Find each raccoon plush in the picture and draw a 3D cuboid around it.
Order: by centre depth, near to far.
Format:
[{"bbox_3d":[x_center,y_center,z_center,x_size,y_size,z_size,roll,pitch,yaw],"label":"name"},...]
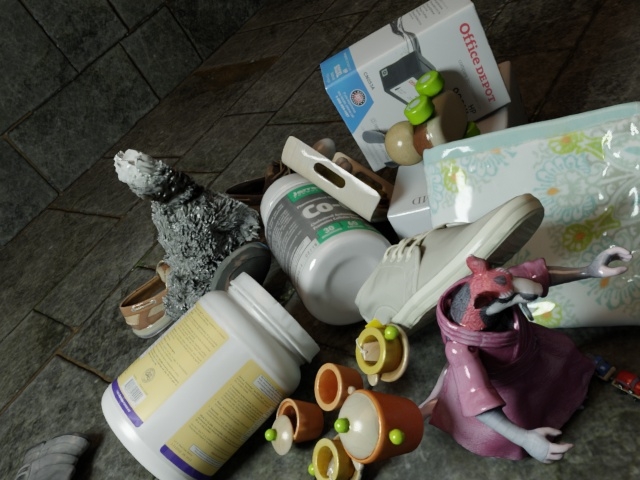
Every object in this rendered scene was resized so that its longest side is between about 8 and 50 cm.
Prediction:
[{"bbox_3d":[-0.331,0.020,1.306,0.216,0.446,0.299,12,80,41],"label":"raccoon plush"}]

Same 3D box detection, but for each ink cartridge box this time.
[{"bbox_3d":[0.187,-0.314,1.192,0.307,0.223,0.129,-26,34,14],"label":"ink cartridge box"}]

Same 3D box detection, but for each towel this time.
[{"bbox_3d":[0.352,-0.022,0.935,0.374,0.321,0.090,-8,-3,33],"label":"towel"}]

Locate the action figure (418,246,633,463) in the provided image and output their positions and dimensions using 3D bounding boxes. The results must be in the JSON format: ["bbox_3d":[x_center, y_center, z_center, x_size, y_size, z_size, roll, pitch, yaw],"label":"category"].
[{"bbox_3d":[0.226,0.124,0.768,0.275,0.370,0.248,16,62,42],"label":"action figure"}]

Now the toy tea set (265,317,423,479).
[{"bbox_3d":[0.012,0.266,0.900,0.336,0.124,0.200,-49,43,38],"label":"toy tea set"}]

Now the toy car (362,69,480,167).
[{"bbox_3d":[0.177,-0.199,1.142,0.188,0.155,0.149,-18,35,43],"label":"toy car"}]

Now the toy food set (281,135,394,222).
[{"bbox_3d":[0.071,-0.137,1.261,0.219,0.306,0.092,35,104,15],"label":"toy food set"}]

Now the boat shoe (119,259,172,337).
[{"bbox_3d":[-0.358,0.102,1.504,0.324,0.116,0.123,-44,35,-15],"label":"boat shoe"}]

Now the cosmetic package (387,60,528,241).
[{"bbox_3d":[0.304,-0.168,1.262,0.229,0.162,0.453,-12,40,28],"label":"cosmetic package"}]

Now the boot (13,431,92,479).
[{"bbox_3d":[-0.504,0.472,1.176,0.337,0.118,0.223,-14,33,20],"label":"boot"}]

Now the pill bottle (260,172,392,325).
[{"bbox_3d":[0.000,0.000,1.260,0.204,0.204,0.361,-35,34,-3],"label":"pill bottle"}]

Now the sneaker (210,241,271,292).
[{"bbox_3d":[-0.185,0.166,1.274,0.139,0.125,0.341,23,80,39],"label":"sneaker"}]

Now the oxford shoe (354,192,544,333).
[{"bbox_3d":[0.161,0.044,0.899,0.169,0.130,0.449,-23,-16,-26],"label":"oxford shoe"}]

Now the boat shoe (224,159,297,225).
[{"bbox_3d":[-0.101,-0.135,1.577,0.355,0.130,0.132,-20,36,18],"label":"boat shoe"}]

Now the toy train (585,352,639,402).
[{"bbox_3d":[0.422,0.197,0.820,0.027,0.036,0.158,-42,35,-13],"label":"toy train"}]

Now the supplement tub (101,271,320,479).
[{"bbox_3d":[-0.187,0.242,1.068,0.331,0.241,0.241,-44,35,-11],"label":"supplement tub"}]
